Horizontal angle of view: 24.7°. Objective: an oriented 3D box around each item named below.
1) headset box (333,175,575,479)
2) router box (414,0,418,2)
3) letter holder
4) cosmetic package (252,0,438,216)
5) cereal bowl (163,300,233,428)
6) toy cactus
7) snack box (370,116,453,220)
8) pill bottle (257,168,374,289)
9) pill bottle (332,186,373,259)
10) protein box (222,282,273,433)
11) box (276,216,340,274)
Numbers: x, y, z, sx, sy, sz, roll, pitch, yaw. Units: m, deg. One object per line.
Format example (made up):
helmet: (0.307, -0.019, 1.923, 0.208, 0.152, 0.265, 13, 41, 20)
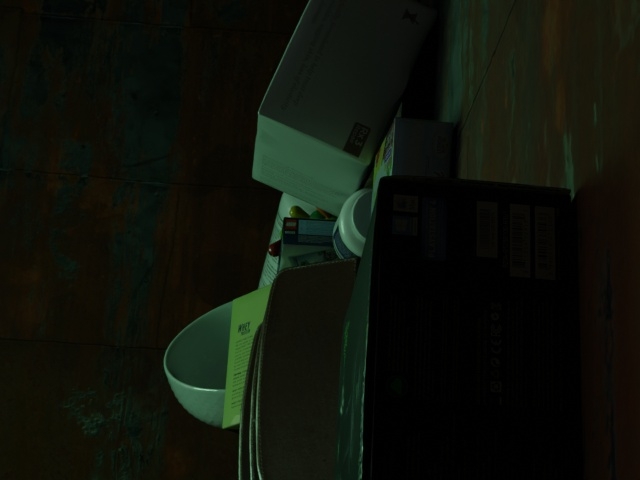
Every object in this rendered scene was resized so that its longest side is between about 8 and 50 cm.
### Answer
headset box: (0.083, 0.127, 1.013, 0.283, 0.131, 0.246, 100, 174, -67)
router box: (0.075, -0.359, 1.962, 0.038, 0.122, 0.092, -115, 28, -75)
letter holder: (-0.028, 0.198, 1.845, 0.152, 0.214, 0.302, 53, -146, -54)
cosmetic package: (0.022, -0.179, 1.899, 0.385, 0.156, 0.217, 105, -171, -78)
cereal bowl: (-0.089, 0.221, 2.501, 0.339, 0.338, 0.141, -92, -12, -64)
toy cactus: (0.030, -0.039, 2.186, 0.219, 0.112, 0.180, -20, 20, 48)
snack box: (0.095, -0.027, 1.594, 0.207, 0.070, 0.175, 109, 166, -82)
pill bottle: (0.000, 0.000, 2.372, 0.160, 0.160, 0.283, -92, 16, -64)
pill bottle: (0.067, -0.016, 1.870, 0.169, 0.094, 0.094, 111, 163, -80)
protein box: (-0.022, 0.170, 2.088, 0.199, 0.136, 0.201, -24, 54, 44)
box: (0.018, 0.039, 2.099, 0.233, 0.159, 0.044, 101, 171, -65)
